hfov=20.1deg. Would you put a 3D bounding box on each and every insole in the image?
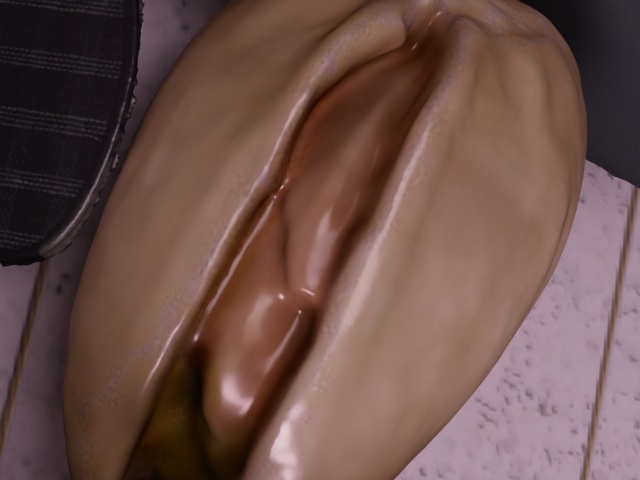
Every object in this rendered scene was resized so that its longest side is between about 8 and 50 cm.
[{"bbox_3d":[-0.120,-0.139,0.807,0.012,0.110,0.309,44,55,-69],"label":"insole"}]

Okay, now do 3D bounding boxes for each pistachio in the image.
[{"bbox_3d":[0.000,0.000,0.802,0.193,0.214,0.318,28,71,11],"label":"pistachio"}]

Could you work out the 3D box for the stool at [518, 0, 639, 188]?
[{"bbox_3d":[0.246,-0.209,0.911,0.330,0.297,0.297,-45,107,-22],"label":"stool"}]
